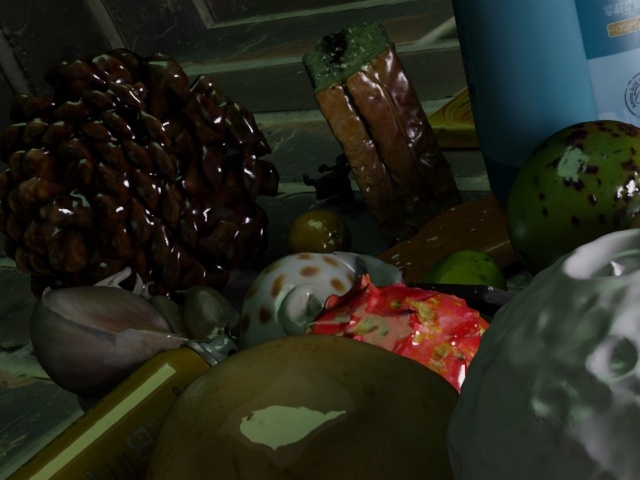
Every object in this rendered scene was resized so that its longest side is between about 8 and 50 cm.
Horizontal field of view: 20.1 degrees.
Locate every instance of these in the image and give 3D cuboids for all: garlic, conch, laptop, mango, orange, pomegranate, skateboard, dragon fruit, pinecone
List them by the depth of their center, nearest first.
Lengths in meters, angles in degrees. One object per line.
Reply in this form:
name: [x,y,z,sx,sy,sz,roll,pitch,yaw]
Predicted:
pomegranate: [-0.012,0.216,1.528,0.319,0.319,0.319,-23,19,8]
dragon fruit: [0.098,0.142,1.742,0.268,0.210,0.205,9,22,24]
laptop: [0.200,0.075,1.855,0.135,0.197,0.016,2,76,56]
pomegranate: [0.301,-0.015,1.940,0.202,0.202,0.248,-21,49,14]
mango: [0.148,0.083,1.972,0.178,0.100,0.119,-59,-5,-50]
conch: [0.001,0.093,2.050,0.182,0.149,0.275,-8,21,-7]
garlic: [-0.221,0.116,2.193,0.237,0.210,0.292,-39,31,-18]
orange: [0.000,0.000,2.392,0.085,0.085,0.095,-38,13,-32]
pinecone: [-0.237,-0.075,2.482,0.397,0.398,0.398,-23,19,8]
skateboard: [0.025,-0.077,2.598,0.067,0.080,0.151,-23,-1,-8]

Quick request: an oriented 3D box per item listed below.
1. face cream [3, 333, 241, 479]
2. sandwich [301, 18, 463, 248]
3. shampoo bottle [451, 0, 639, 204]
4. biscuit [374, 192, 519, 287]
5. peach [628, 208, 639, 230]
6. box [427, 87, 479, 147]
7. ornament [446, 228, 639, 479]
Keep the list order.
face cream: [-0.223,0.226,2.003,0.348,0.105,0.105,-40,23,-23]
sandwich: [0.080,-0.156,2.430,0.131,0.262,0.325,-26,19,5]
shampoo bottle: [0.330,-0.250,2.155,0.331,0.343,0.331,-12,19,4]
biscuit: [0.177,0.011,2.197,0.334,0.047,0.202,-33,21,-22]
peach: [0.395,0.034,1.678,0.232,0.232,0.232,-23,19,8]
box: [0.274,-0.185,2.595,0.152,0.043,0.269,-36,22,-29]
ornament: [0.257,0.147,1.337,0.337,0.337,0.337,-23,19,8]
